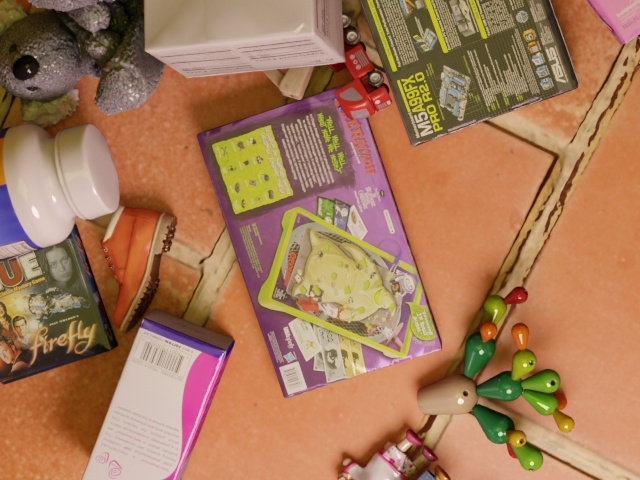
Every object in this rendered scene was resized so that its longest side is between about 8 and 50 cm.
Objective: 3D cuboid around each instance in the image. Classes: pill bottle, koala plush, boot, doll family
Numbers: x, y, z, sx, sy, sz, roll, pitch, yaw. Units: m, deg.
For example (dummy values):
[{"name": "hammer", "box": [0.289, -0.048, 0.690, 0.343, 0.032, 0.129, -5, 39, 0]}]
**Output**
[{"name": "pill bottle", "box": [-0.389, -0.055, 1.937, 0.272, 0.152, 0.152, -15, 94, 11]}, {"name": "koala plush", "box": [-0.303, -0.235, 1.933, 0.221, 0.203, 0.196, -26, 106, 27]}, {"name": "boot", "box": [-0.240, 0.033, 1.995, 0.085, 0.059, 0.158, 17, 88, 6]}, {"name": "doll family", "box": [0.122, 0.367, 1.963, 0.163, 0.118, 0.263, -45, 91, 7]}]

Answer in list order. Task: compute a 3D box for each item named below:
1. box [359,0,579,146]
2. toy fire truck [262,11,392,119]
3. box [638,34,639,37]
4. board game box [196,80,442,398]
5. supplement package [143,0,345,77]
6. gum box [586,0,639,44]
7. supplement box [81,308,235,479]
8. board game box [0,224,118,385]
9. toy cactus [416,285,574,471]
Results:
[{"name": "box", "box": [0.166, -0.274, 1.934, 0.216, 0.060, 0.270, -20, 93, 6]}, {"name": "toy fire truck", "box": [-0.012, -0.214, 1.928, 0.135, 0.047, 0.192, -28, 71, 3]}, {"name": "box", "box": [0.380, -0.341, 1.840, 0.168, 0.203, 0.167, 38, 97, 0]}, {"name": "board game box", "box": [0.000, 0.000, 1.978, 0.208, 0.056, 0.346, -17, 94, 10]}, {"name": "supplement package", "box": [-0.089, -0.338, 1.863, 0.204, 0.145, 0.262, -4, 81, 15]}, {"name": "gum box", "box": [0.361, -0.300, 1.711, 0.188, 0.062, 0.107, -35, 91, 7]}, {"name": "supplement box", "box": [-0.198, 0.209, 1.977, 0.111, 0.114, 0.220, 22, 95, 1]}, {"name": "board game box", "box": [-0.397, 0.095, 2.015, 0.243, 0.042, 0.165, -19, 93, 6]}, {"name": "toy cactus", "box": [0.208, 0.175, 1.964, 0.180, 0.112, 0.219, -13, 97, 24]}]
